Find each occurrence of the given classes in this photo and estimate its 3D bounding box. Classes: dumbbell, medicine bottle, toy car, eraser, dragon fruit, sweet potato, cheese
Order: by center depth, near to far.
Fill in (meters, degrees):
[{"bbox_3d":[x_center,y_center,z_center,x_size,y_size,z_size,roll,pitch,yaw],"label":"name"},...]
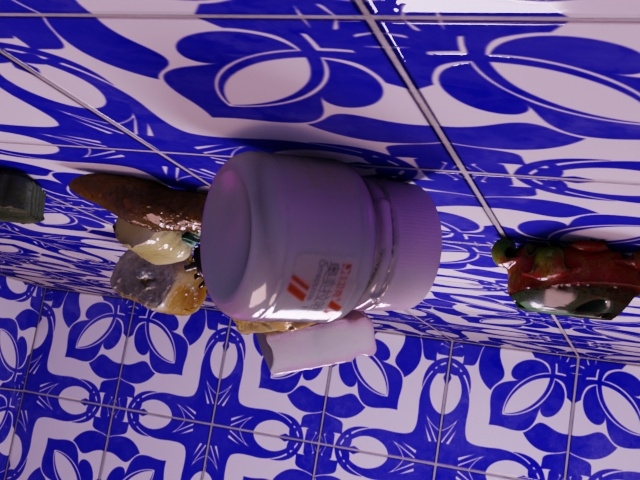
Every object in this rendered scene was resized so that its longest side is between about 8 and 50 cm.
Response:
[{"bbox_3d":[0.000,0.000,1.363,0.302,0.241,0.241,4,174,-28],"label":"medicine bottle"},{"bbox_3d":[0.455,0.071,1.694,0.295,0.130,0.268,7,175,10],"label":"dragon fruit"},{"bbox_3d":[-0.298,-0.062,1.717,0.341,0.092,0.114,12,-174,-11],"label":"sweet potato"},{"bbox_3d":[-0.240,-0.026,1.924,0.054,0.073,0.143,35,158,-31],"label":"toy car"},{"bbox_3d":[-0.355,-0.008,1.995,0.123,0.094,0.167,-18,157,10],"label":"cheese"},{"bbox_3d":[-0.201,0.032,2.043,0.208,0.099,0.099,-18,165,8],"label":"dumbbell"},{"bbox_3d":[-0.034,0.215,2.415,0.272,0.122,0.359,-11,-165,-11],"label":"eraser"}]

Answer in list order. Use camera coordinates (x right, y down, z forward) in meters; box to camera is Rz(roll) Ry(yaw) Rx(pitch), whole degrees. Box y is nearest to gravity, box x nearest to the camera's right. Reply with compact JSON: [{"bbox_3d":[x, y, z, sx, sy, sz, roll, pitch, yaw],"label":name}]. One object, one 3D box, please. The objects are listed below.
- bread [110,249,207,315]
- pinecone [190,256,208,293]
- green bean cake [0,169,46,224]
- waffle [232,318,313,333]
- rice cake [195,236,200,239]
[{"bbox_3d":[-0.417,0.093,2.451,0.195,0.176,0.246,18,176,22],"label":"bread"},{"bbox_3d":[-0.221,0.066,2.168,0.165,0.163,0.163,18,169,-7],"label":"pinecone"},{"bbox_3d":[-0.658,-0.090,1.880,0.185,0.094,0.183,9,169,-3],"label":"green bean cake"},{"bbox_3d":[-0.010,0.136,2.187,0.348,0.078,0.304,-19,-176,-30],"label":"waffle"},{"bbox_3d":[-0.350,-0.028,2.109,0.210,0.034,0.043,10,161,2],"label":"rice cake"}]
